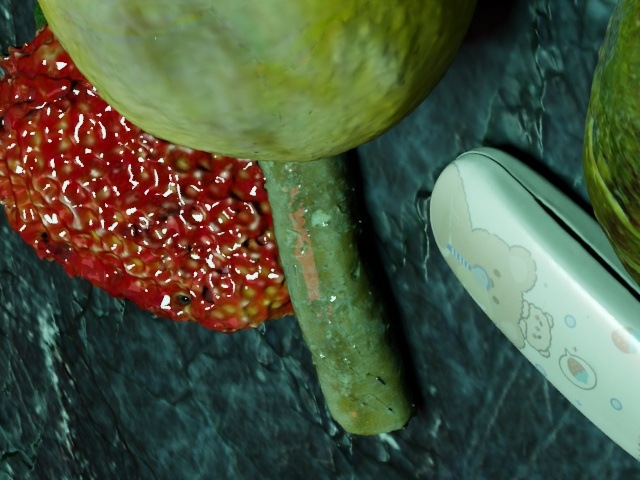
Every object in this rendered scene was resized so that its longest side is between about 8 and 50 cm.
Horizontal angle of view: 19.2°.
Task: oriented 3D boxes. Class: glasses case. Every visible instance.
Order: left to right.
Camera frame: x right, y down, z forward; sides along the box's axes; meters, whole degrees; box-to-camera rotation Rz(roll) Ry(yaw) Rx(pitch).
[{"bbox_3d":[0.130,0.035,0.941,0.204,0.051,0.081,45,144,23],"label":"glasses case"}]

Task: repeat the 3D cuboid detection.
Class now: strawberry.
[{"bbox_3d":[-0.133,-0.039,1.201,0.286,0.106,0.188,40,144,29],"label":"strawberry"}]

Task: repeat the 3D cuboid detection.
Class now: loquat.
[{"bbox_3d":[-0.028,-0.146,0.850,0.193,0.238,0.238,17,129,33],"label":"loquat"}]

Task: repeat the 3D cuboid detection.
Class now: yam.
[{"bbox_3d":[0.000,0.000,1.089,0.061,0.061,0.252,10,123,51],"label":"yam"}]

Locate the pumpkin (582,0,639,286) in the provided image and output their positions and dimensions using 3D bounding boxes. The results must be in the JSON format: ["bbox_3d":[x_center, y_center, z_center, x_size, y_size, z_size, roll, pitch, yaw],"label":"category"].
[{"bbox_3d":[0.200,-0.043,0.671,0.219,0.162,0.219,10,159,4],"label":"pumpkin"}]
